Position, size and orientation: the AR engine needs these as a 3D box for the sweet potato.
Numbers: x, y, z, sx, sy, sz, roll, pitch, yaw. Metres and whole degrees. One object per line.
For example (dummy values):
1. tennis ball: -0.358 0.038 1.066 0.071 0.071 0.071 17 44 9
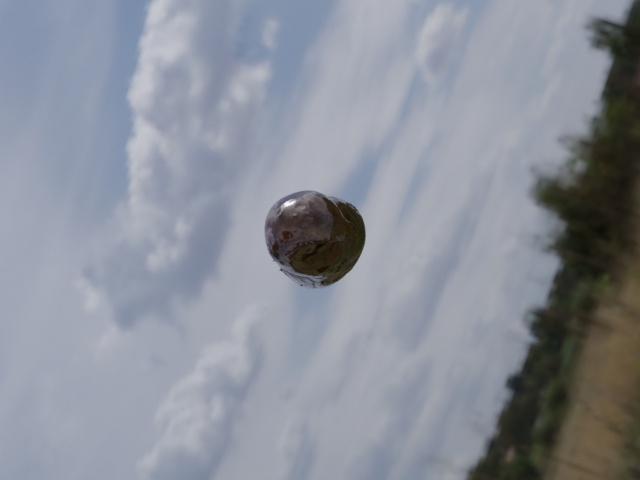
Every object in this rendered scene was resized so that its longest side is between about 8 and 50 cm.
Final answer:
1. sweet potato: -0.002 -0.001 1.009 0.202 0.055 0.058 84 -149 -82
